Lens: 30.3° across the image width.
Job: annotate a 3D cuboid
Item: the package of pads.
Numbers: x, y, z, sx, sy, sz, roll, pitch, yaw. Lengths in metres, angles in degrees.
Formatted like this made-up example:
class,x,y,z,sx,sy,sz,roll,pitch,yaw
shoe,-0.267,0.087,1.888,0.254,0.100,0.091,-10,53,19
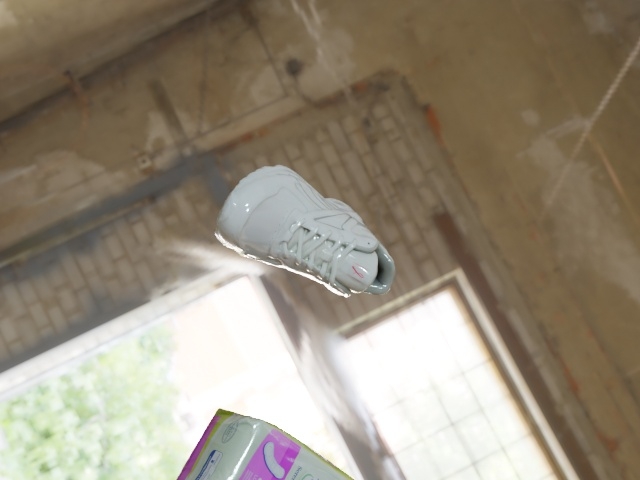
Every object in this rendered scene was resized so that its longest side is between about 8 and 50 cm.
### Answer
class,x,y,z,sx,sy,sz,roll,pitch,yaw
package of pads,-0.044,0.348,1.317,0.296,0.229,0.101,40,-21,-26

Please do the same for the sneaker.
class,x,y,z,sx,sy,sz,roll,pitch,yaw
sneaker,0.000,0.000,1.107,0.115,0.090,0.232,37,14,34
